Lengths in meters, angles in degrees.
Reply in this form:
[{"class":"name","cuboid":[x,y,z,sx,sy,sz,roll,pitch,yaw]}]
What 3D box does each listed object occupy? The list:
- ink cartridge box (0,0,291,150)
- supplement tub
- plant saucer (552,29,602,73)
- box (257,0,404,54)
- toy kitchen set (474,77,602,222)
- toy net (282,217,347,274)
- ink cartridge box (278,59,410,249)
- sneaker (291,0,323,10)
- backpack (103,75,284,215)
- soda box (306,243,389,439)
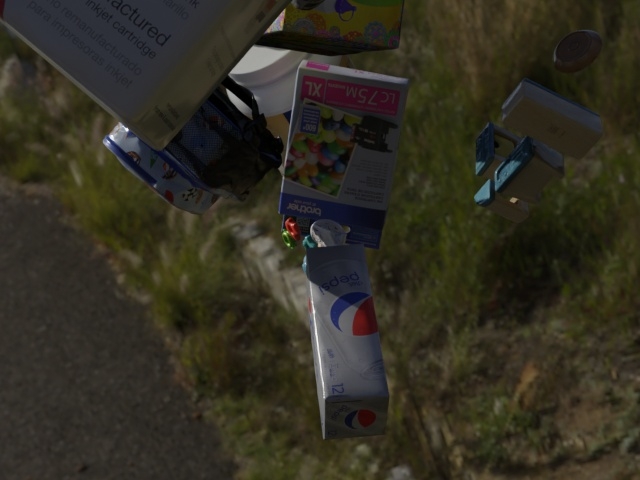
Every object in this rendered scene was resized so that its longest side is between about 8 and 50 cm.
[{"class":"ink cartridge box","cuboid":[-0.126,-0.314,0.971,0.384,0.279,0.160,-50,-4,-3]},{"class":"supplement tub","cuboid":[-0.035,-0.268,2.162,0.228,0.316,0.228,-18,45,19]},{"class":"plant saucer","cuboid":[0.393,-0.295,1.797,0.083,0.015,0.083,-24,46,27]},{"class":"box","cuboid":[0.002,-0.426,1.687,0.177,0.289,0.279,6,4,-21]},{"class":"toy kitchen set","cuboid":[0.268,-0.151,1.587,0.207,0.122,0.166,-53,20,41]},{"class":"toy net","cuboid":[0.000,0.000,1.892,0.045,0.122,0.232,-28,-6,-19]},{"class":"ink cartridge box","cuboid":[0.034,-0.135,1.973,0.186,0.311,0.065,10,23,4]},{"class":"sneaker","cuboid":[0.020,-0.352,1.331,0.215,0.084,0.083,-56,3,-19]},{"class":"backpack","cuboid":[-0.208,-0.174,1.779,0.213,0.263,0.276,-41,-8,0]},{"class":"soda box","cuboid":[0.035,0.139,1.673,0.091,0.098,0.286,-4,46,-4]}]
